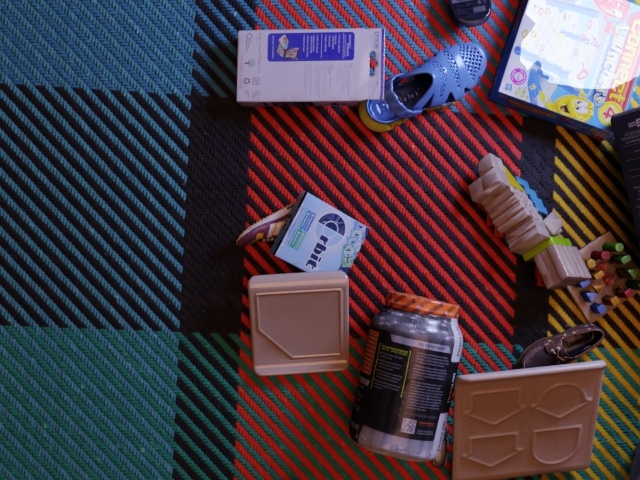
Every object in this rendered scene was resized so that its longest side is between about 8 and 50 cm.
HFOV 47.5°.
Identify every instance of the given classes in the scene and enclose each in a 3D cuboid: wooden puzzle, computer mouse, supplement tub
[{"bbox_3d":[-0.047,0.185,1.635,0.221,0.044,0.238,-3,107,-5],"label":"wooden puzzle"},{"bbox_3d":[0.367,-0.617,1.693,0.184,0.060,0.261,-14,79,0],"label":"computer mouse"},{"bbox_3d":[0.449,0.396,1.619,0.322,0.080,0.347,-5,123,-2],"label":"wooden puzzle"},{"bbox_3d":[0.192,0.290,1.592,0.207,0.207,0.337,13,89,-4],"label":"supplement tub"}]

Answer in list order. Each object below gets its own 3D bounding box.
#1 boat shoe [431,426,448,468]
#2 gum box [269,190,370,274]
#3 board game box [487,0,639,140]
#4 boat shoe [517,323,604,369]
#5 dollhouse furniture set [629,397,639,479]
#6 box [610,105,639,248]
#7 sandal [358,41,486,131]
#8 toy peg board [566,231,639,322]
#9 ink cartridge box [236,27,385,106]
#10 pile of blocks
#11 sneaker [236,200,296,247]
[{"bbox_3d":[0.273,0.464,1.680,0.046,0.038,0.125,4,89,-5],"label":"boat shoe"},{"bbox_3d":[0.000,0.000,1.629,0.184,0.041,0.156,28,87,-27],"label":"gum box"},{"bbox_3d":[0.585,-0.428,1.691,0.302,0.086,0.308,18,88,-4],"label":"board game box"},{"bbox_3d":[0.559,0.252,1.689,0.207,0.073,0.073,-29,93,-3],"label":"boat shoe"},{"bbox_3d":[0.667,0.524,1.661,0.198,0.286,0.303,18,61,17],"label":"dollhouse furniture set"},{"bbox_3d":[0.860,-0.128,1.604,0.294,0.212,0.395,-13,90,-27],"label":"box"},{"bbox_3d":[0.242,-0.349,1.640,0.317,0.138,0.126,-32,90,-6],"label":"sandal"},{"bbox_3d":[0.664,0.087,1.695,0.161,0.079,0.161,-33,91,-4],"label":"toy peg board"},{"bbox_3d":[-0.020,-0.385,1.623,0.333,0.065,0.165,2,89,9],"label":"ink cartridge box"},{"bbox_3d":[0.467,-0.031,1.682,0.113,0.149,0.362,-40,81,39],"label":"pile of blocks"},{"bbox_3d":[-0.099,-0.018,1.642,0.186,0.069,0.083,-30,91,-2],"label":"sneaker"}]
